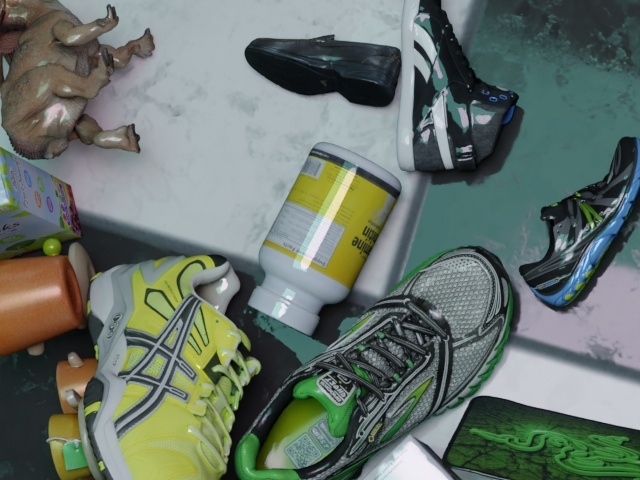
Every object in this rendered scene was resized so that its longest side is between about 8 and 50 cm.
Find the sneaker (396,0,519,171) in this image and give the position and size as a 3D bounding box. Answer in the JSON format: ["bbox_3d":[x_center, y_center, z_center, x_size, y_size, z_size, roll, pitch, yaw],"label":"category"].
[{"bbox_3d":[0.145,-0.176,1.657,0.121,0.079,0.217,3,89,10],"label":"sneaker"}]

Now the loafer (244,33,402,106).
[{"bbox_3d":[0.004,-0.189,1.701,0.170,0.062,0.061,16,62,11],"label":"loafer"}]

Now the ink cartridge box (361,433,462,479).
[{"bbox_3d":[0.131,0.284,1.538,0.082,0.139,0.191,-46,75,-1],"label":"ink cartridge box"}]

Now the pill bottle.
[{"bbox_3d":[0.000,0.000,1.638,0.103,0.103,0.184,26,87,16],"label":"pill bottle"}]

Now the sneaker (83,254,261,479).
[{"bbox_3d":[-0.136,0.142,1.548,0.147,0.145,0.384,-22,44,7],"label":"sneaker"}]

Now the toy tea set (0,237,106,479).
[{"bbox_3d":[-0.278,0.159,1.626,0.124,0.200,0.336,-13,82,3],"label":"toy tea set"}]

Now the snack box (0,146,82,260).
[{"bbox_3d":[-0.367,-0.024,1.670,0.174,0.207,0.070,-17,76,10],"label":"snack box"}]

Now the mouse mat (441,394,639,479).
[{"bbox_3d":[0.222,0.200,1.538,0.190,0.152,0.007,12,114,13],"label":"mouse mat"}]

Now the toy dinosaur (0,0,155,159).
[{"bbox_3d":[-0.295,-0.167,1.693,0.200,0.127,0.295,-9,53,13],"label":"toy dinosaur"}]

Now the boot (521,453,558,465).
[{"bbox_3d":[0.247,0.261,1.547,0.158,0.084,0.059,40,88,14],"label":"boot"}]

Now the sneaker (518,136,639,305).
[{"bbox_3d":[0.263,-0.026,1.603,0.078,0.067,0.188,33,91,10],"label":"sneaker"}]

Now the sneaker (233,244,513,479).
[{"bbox_3d":[0.057,0.141,1.578,0.134,0.146,0.343,44,91,15],"label":"sneaker"}]
